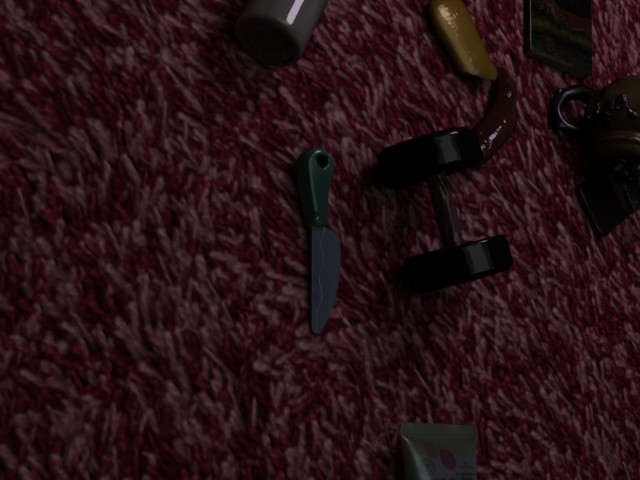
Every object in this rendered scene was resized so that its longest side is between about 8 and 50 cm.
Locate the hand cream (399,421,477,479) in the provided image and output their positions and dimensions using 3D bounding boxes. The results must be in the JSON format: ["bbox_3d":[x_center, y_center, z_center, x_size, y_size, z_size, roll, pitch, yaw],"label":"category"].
[{"bbox_3d":[0.172,0.407,1.191,0.147,0.093,0.305,11,71,-34],"label":"hand cream"}]

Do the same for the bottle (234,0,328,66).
[{"bbox_3d":[-0.031,-0.368,1.227,0.104,0.104,0.245,34,62,-24],"label":"bottle"}]

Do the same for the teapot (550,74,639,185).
[{"bbox_3d":[0.536,-0.189,1.536,0.270,0.173,0.182,17,69,4],"label":"teapot"}]

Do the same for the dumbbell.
[{"bbox_3d":[0.179,-0.044,1.264,0.153,0.152,0.218,-13,86,-36],"label":"dumbbell"}]

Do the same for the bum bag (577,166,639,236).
[{"bbox_3d":[0.537,-0.083,1.595,0.159,0.026,0.109,-34,100,-35],"label":"bum bag"}]

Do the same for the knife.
[{"bbox_3d":[0.001,0.000,1.213,0.063,0.035,0.260,0,85,-41],"label":"knife"}]

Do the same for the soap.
[{"bbox_3d":[0.234,-0.333,1.442,0.089,0.033,0.168,-29,96,-33],"label":"soap"}]

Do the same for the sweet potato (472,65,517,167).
[{"bbox_3d":[0.281,-0.190,1.428,0.078,0.058,0.255,32,56,-1],"label":"sweet potato"}]

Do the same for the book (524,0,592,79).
[{"bbox_3d":[0.441,-0.427,1.613,0.160,0.024,0.228,13,72,-29],"label":"book"}]
